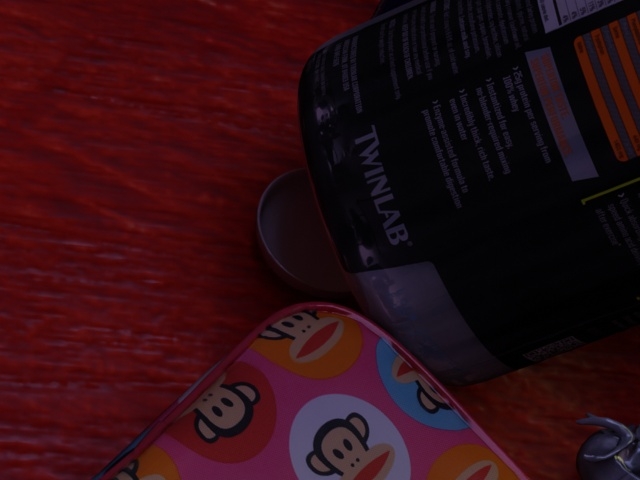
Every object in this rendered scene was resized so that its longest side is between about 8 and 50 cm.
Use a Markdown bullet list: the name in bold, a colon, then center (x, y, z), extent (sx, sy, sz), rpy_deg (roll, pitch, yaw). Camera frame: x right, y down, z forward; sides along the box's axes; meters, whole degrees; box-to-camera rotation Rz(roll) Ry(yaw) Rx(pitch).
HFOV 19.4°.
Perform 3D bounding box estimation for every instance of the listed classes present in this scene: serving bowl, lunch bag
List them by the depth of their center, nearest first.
- **lunch bag**: center (-0.008, 0.195, 0.877), extent (0.258, 0.120, 0.293), rpy_deg (44, 53, 9)
- **serving bowl**: center (0.000, 0.000, 1.067), extent (0.083, 0.027, 0.083), rpy_deg (10, 54, -15)

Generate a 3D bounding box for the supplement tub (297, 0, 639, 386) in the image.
- **supplement tub**: center (0.176, -0.070, 0.970), extent (0.207, 0.338, 0.207), rpy_deg (54, 23, -36)

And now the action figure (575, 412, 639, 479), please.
- **action figure**: center (0.245, 0.181, 0.994), extent (0.285, 0.099, 0.185), rpy_deg (39, 34, -4)

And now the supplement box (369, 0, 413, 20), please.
- **supplement box**: center (0.244, -0.165, 1.169), extent (0.357, 0.195, 0.194), rpy_deg (27, 52, -4)
